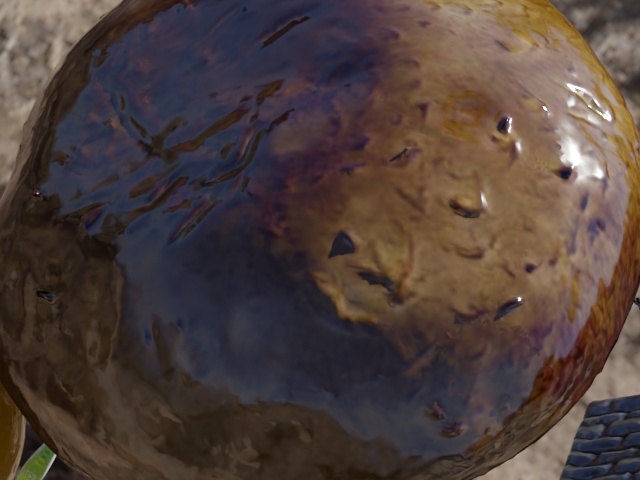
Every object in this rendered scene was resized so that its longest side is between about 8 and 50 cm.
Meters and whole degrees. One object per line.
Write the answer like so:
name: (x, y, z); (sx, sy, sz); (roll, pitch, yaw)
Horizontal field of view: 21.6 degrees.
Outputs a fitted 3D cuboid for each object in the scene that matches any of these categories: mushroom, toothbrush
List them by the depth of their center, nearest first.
mushroom: (-0.006, -0.016, 0.807); (0.345, 0.345, 0.239); (61, 12, 29)
toothbrush: (-0.278, 0.226, 1.618); (0.022, 0.263, 0.026); (38, 29, 2)

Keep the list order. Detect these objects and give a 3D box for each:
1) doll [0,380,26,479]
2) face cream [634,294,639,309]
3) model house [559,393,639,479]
doll: (-0.253, 0.133, 0.940); (0.236, 0.213, 0.213); (57, 37, 0)
face cream: (0.360, 0.004, 1.302); (0.058, 0.244, 0.092); (55, 10, -5)
model house: (0.371, 0.262, 1.480); (0.297, 0.360, 0.339); (39, 47, -46)
